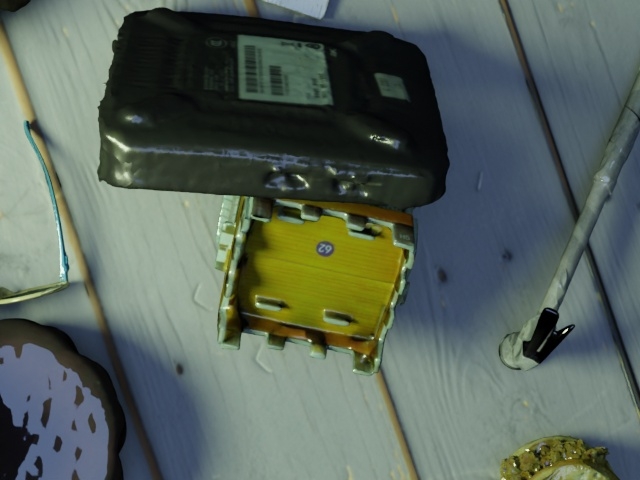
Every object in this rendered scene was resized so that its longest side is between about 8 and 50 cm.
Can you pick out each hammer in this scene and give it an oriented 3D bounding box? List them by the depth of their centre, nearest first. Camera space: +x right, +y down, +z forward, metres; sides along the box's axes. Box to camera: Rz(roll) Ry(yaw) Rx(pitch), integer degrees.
[{"bbox_3d":[0.316,-0.045,1.532,0.044,0.152,0.427,25,76,-2],"label":"hammer"}]

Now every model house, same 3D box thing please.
[{"bbox_3d":[0.000,0.000,1.433,0.224,0.215,0.198,10,127,-5],"label":"model house"}]

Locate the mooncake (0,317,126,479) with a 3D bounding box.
[{"bbox_3d":[-0.345,0.225,1.431,0.283,0.141,0.283,0,86,-1],"label":"mooncake"}]

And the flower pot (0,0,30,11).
[{"bbox_3d":[-0.448,-0.325,1.357,0.301,0.213,0.302,1,106,5],"label":"flower pot"}]

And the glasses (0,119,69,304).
[{"bbox_3d":[-0.380,-0.022,1.483,0.189,0.088,0.221,-3,70,-5],"label":"glasses"}]

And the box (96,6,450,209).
[{"bbox_3d":[-0.051,-0.144,1.367,0.350,0.359,0.091,4,121,-5],"label":"box"}]

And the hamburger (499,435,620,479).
[{"bbox_3d":[0.268,0.311,1.509,0.185,0.131,0.159,-39,102,2],"label":"hamburger"}]

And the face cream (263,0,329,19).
[{"bbox_3d":[-0.042,-0.488,1.490,0.234,0.137,0.420,18,96,-7],"label":"face cream"}]
